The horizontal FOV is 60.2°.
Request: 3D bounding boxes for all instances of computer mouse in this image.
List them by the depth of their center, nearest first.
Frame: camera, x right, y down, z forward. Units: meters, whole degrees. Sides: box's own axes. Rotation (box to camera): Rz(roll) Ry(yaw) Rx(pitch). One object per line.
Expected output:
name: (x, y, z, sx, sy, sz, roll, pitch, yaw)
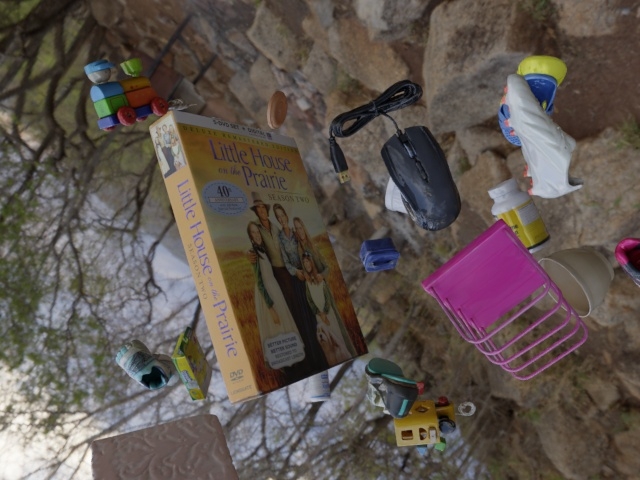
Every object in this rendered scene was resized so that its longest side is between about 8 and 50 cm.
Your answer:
computer mouse: (0.124, -0.116, 0.918, 0.060, 0.184, 0.261, -99, -13, -76)

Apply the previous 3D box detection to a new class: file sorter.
file sorter: (0.387, 0.138, 1.119, 0.291, 0.202, 0.182, 35, -161, -45)

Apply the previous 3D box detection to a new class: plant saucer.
plant saucer: (-0.093, -0.287, 1.220, 0.013, 0.083, 0.083, 14, 173, 18)

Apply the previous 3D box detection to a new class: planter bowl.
planter bowl: (0.607, 0.082, 1.289, 0.162, 0.109, 0.162, 57, 172, 12)

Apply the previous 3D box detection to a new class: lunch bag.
lunch bag: (0.149, 0.040, 1.415, 0.099, 0.067, 0.065, -9, -134, -16)

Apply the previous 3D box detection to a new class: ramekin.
ramekin: (0.282, -0.170, 1.616, 0.109, 0.207, 0.207, 24, 176, 20)

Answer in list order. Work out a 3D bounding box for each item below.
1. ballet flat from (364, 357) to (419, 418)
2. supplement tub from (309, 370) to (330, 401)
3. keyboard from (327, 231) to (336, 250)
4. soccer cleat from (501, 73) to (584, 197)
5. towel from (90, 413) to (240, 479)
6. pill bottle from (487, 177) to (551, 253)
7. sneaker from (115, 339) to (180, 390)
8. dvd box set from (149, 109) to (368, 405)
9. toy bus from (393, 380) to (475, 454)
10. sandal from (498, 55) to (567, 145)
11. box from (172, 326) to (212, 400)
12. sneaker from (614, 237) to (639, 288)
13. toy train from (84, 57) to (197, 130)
ballet flat: (0.147, 0.331, 1.236, 0.095, 0.096, 0.280, 12, 177, -2)
supplement tub: (-0.004, 0.502, 1.918, 0.071, 0.107, 0.071, -6, 165, -2)
keyboard: (0.000, 0.000, 1.726, 0.014, 0.072, 0.256, 6, 173, 22)
soccer cleat: (0.309, -0.147, 0.766, 0.076, 0.068, 0.196, -11, 122, 32)
towel: (-0.359, 0.551, 1.281, 0.317, 0.053, 0.332, -8, -155, -21)
pill bottle: (0.499, -0.060, 1.401, 0.184, 0.103, 0.103, 62, 177, -3)
sneaker: (-0.489, 0.398, 1.622, 0.122, 0.110, 0.283, 41, 171, 29)
dvd box set: (-0.082, 0.014, 0.880, 0.308, 0.062, 0.420, 0, -112, -57)
toy bus: (0.289, 0.489, 1.472, 0.191, 0.202, 0.104, 35, -163, -5)
sandal: (0.482, -0.296, 1.307, 0.126, 0.138, 0.317, 14, 168, 17)
box: (-0.343, 0.326, 1.470, 0.105, 0.043, 0.179, -88, -13, -61)
sneaker: (0.642, 0.073, 0.945, 0.112, 0.120, 0.299, 31, 179, -24)
toy train: (-0.402, -0.348, 1.251, 0.105, 0.248, 0.143, 0, 114, 41)
